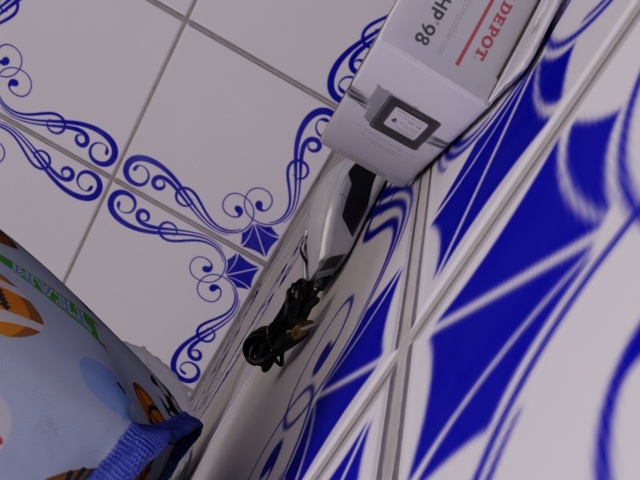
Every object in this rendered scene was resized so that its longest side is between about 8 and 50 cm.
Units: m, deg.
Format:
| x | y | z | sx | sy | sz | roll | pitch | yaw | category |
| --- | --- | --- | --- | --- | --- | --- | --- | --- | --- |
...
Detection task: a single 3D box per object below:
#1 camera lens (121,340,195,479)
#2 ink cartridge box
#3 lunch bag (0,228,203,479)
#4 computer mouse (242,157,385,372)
| x | y | z | sx | sy | sz | roll | pitch | yaw | category |
| --- | --- | --- | --- | --- | --- | --- | --- | --- | --- |
| -0.278 | 0.268 | 1.022 | 0.274 | 0.219 | 0.219 | -57 | 5 | 41 | camera lens |
| 0.063 | -0.105 | 0.452 | 0.104 | 0.060 | 0.180 | -61 | 4 | -16 | ink cartridge box |
| -0.252 | 0.094 | 0.537 | 0.239 | 0.328 | 0.385 | -50 | -2 | -6 | lunch bag |
| 0.000 | 0.000 | 0.663 | 0.193 | 0.042 | 0.106 | -63 | 3 | -30 | computer mouse |
